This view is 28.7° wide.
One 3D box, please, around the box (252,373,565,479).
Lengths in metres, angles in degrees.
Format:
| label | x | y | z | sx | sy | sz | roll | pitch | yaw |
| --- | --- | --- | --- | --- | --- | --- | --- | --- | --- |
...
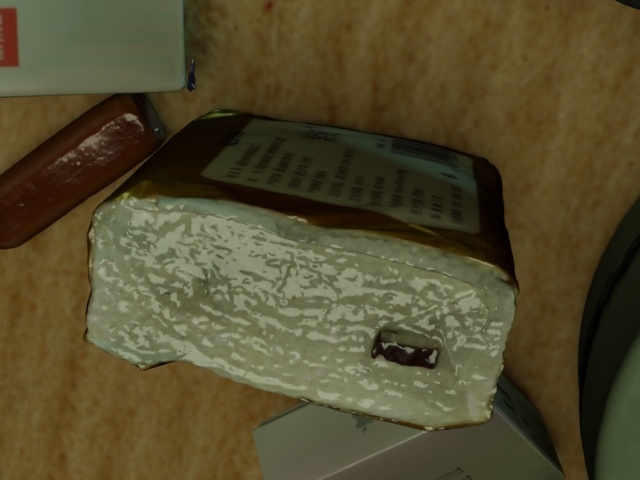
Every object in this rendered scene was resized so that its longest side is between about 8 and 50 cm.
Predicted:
| label | x | y | z | sx | sy | sz | roll | pitch | yaw |
| --- | --- | --- | --- | --- | --- | --- | --- | --- | --- |
| box | 0.051 | 0.118 | 0.697 | 0.129 | 0.051 | 0.130 | -27 | 143 | 14 |

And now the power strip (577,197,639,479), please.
| label | x | y | z | sx | sy | sz | roll | pitch | yaw |
| --- | --- | --- | --- | --- | --- | --- | --- | --- | --- |
| power strip | 0.296 | 0.101 | 0.639 | 0.357 | 0.161 | 0.357 | 2 | 109 | 7 |

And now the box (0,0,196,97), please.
| label | x | y | z | sx | sy | sz | roll | pitch | yaw |
| --- | --- | --- | --- | --- | --- | --- | --- | --- | --- |
| box | -0.134 | -0.202 | 0.617 | 0.135 | 0.079 | 0.269 | -3 | 109 | -16 |

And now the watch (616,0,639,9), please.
| label | x | y | z | sx | sy | sz | roll | pitch | yaw |
| --- | --- | --- | --- | --- | --- | --- | --- | --- | --- |
| watch | 0.184 | -0.208 | 0.461 | 0.327 | 0.314 | 0.335 | 28 | 81 | 22 |

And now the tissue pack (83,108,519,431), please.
| label | x | y | z | sx | sy | sz | roll | pitch | yaw |
| --- | --- | --- | --- | --- | --- | --- | --- | --- | --- |
| tissue pack | 0.000 | 0.000 | 0.607 | 0.183 | 0.226 | 0.092 | 9 | 108 | 3 |

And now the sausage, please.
| label | x | y | z | sx | sy | sz | roll | pitch | yaw |
| --- | --- | --- | --- | --- | --- | --- | --- | --- | --- |
| sausage | -0.147 | -0.038 | 0.712 | 0.131 | 0.039 | 0.041 | -32 | 109 | 17 |
